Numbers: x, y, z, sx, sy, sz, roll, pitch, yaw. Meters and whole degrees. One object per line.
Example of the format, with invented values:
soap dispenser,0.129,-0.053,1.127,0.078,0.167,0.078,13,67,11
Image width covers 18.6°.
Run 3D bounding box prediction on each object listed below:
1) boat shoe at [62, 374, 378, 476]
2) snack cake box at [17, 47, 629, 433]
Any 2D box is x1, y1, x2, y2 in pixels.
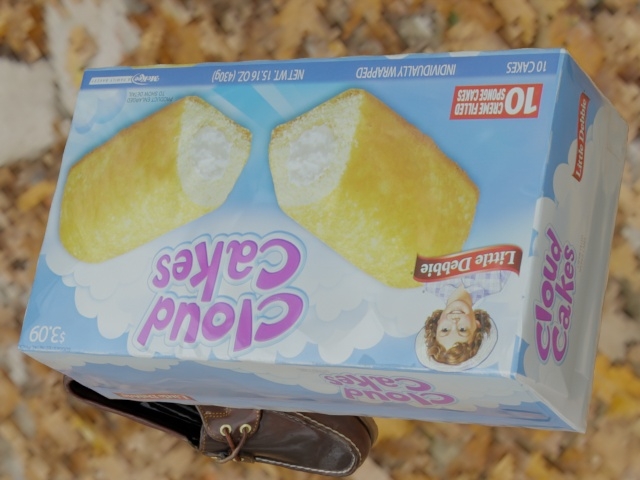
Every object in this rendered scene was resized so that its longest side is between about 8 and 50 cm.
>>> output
boat shoe,-0.068,0.112,1.276,0.207,0.073,0.073,19,131,7
snack cake box,0.000,0.000,0.918,0.264,0.152,0.089,1,159,30
